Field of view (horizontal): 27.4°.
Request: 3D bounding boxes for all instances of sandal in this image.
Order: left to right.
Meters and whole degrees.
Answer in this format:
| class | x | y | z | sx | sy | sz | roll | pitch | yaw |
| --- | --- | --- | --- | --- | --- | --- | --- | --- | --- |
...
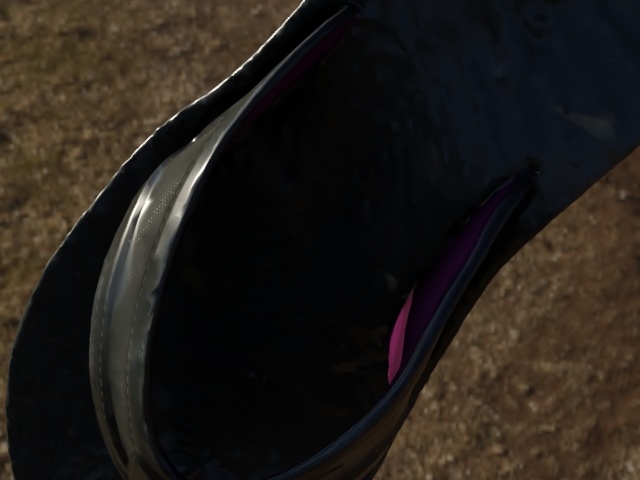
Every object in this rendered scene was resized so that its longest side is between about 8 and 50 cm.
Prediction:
| class | x | y | z | sx | sy | sz | roll | pitch | yaw |
| --- | --- | --- | --- | --- | --- | --- | --- | --- | --- |
| sandal | -0.001 | -0.002 | 0.496 | 0.168 | 0.445 | 0.107 | 37 | 23 | 0 |
